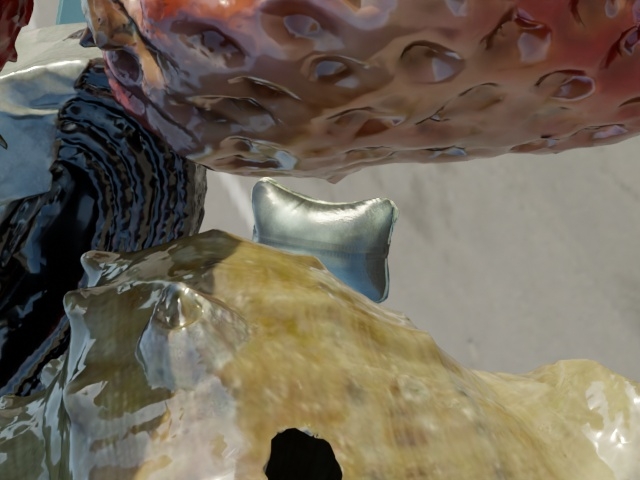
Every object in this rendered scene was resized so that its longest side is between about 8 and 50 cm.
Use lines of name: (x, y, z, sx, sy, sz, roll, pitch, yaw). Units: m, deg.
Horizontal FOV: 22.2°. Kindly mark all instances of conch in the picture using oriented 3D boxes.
conch: (-0.018, 0.117, 0.626, 0.324, 0.186, 0.263, -11, 70, 31)

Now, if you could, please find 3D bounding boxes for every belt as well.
belt: (-0.174, 0.001, 0.934, 0.289, 0.184, 0.164, -56, 13, 17)

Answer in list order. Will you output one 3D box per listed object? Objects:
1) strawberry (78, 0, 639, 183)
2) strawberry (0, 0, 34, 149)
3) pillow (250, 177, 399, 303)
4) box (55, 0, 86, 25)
strawberry: (0.065, -0.104, 0.715, 0.265, 0.336, 0.149, 111, 161, -55)
strawberry: (-0.236, -0.120, 0.583, 0.277, 0.257, 0.257, 65, 161, -3)
pillow: (-0.001, 0.000, 1.408, 0.055, 0.136, 0.091, 35, -112, -69)
box: (-0.214, -0.232, 1.623, 0.225, 0.086, 0.129, 114, 170, -53)
